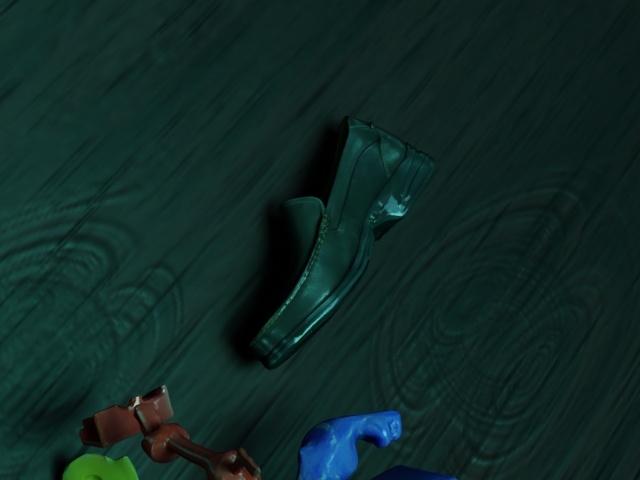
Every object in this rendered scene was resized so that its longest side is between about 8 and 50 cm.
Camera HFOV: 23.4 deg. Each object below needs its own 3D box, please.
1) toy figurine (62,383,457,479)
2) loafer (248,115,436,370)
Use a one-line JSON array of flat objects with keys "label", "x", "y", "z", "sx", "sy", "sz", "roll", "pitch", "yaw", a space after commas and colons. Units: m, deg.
[{"label": "toy figurine", "x": 0.044, "y": 0.217, "z": 0.780, "sx": 0.217, "sy": 0.191, "sz": 0.362, "roll": -22, "pitch": 97, "yaw": -35}, {"label": "loafer", "x": 0.000, "y": 0.000, "z": 0.883, "sx": 0.061, "sy": 0.062, "sz": 0.170, "roll": 37, "pitch": 56, "yaw": -4}]
